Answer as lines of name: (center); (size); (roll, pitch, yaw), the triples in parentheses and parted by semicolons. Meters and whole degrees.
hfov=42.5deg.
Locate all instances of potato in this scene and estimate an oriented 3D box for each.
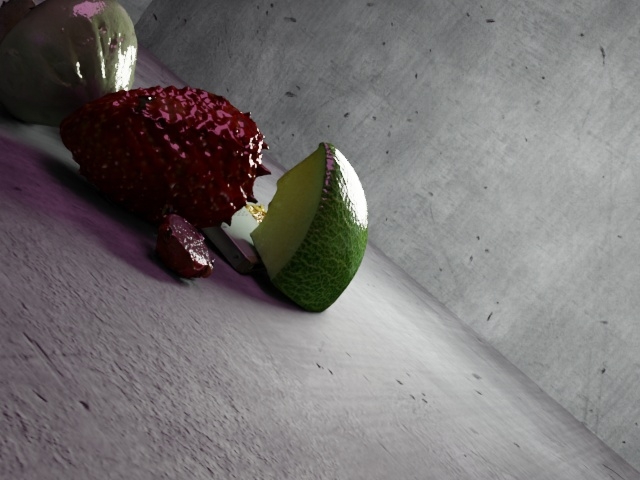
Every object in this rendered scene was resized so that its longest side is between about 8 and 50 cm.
potato: (-0.622, -0.398, 1.785); (0.243, 0.138, 0.098); (61, -7, -8)

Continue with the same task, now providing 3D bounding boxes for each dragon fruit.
dragon fruit: (-0.236, 0.017, 1.367); (0.126, 0.068, 0.112); (47, 15, -25)

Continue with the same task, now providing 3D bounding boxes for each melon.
melon: (0.000, 0.000, 1.800); (0.226, 0.331, 0.343); (0, -21, 33)

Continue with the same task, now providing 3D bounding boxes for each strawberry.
strawberry: (-0.268, -0.164, 1.463); (0.292, 0.292, 0.343); (43, 12, 31)

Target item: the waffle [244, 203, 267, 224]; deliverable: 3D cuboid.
waffle: (-0.116, -0.013, 2.056); (0.245, 0.052, 0.254); (40, 10, 6)

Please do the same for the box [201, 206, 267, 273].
box: (-0.181, -0.017, 1.759); (0.211, 0.045, 0.270); (49, 10, 7)

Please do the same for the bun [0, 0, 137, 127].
bun: (-0.443, -0.305, 1.511); (0.187, 0.293, 0.293); (46, 10, 12)
